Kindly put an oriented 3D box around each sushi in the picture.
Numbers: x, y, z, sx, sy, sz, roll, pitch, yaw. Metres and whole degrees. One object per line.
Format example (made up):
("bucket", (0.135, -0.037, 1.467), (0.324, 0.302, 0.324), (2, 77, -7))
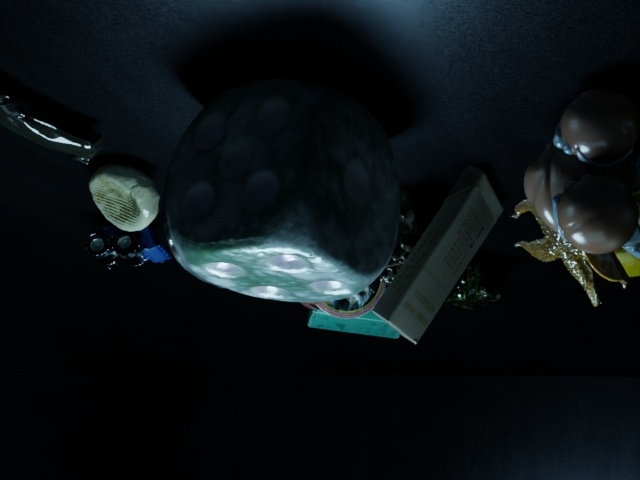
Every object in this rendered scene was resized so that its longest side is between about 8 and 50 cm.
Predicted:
("sushi", (0.402, 0.113, 2.249), (0.127, 0.124, 0.225), (14, 165, -19))

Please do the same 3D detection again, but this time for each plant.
("plant", (0.192, 0.017, 1.919), (0.181, 0.194, 0.320), (-27, 157, 17))

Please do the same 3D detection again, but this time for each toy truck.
("toy truck", (-0.514, 0.001, 2.231), (0.208, 0.126, 0.113), (0, 159, 7))

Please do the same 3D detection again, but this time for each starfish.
("starfish", (0.520, 0.009, 1.752), (0.060, 0.302, 0.299), (-21, 154, -25))

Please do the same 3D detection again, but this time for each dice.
("dice", (-0.069, -0.080, 1.546), (0.348, 0.331, 0.328), (-8, 155, 33))

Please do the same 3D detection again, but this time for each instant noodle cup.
("instant noodle cup", (0.026, 0.097, 2.210), (0.243, 0.244, 0.255), (12, 168, -16))

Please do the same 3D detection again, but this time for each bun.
("bun", (-0.445, -0.112, 1.920), (0.183, 0.102, 0.183), (20, 136, 21))

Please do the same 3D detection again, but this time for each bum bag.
("bum bag", (-0.565, -0.237, 1.653), (0.142, 0.080, 0.326), (2, 165, 36))

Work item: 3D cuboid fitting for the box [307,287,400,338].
("box", (0.125, 0.221, 2.652), (0.311, 0.118, 0.205), (7, 158, -4))

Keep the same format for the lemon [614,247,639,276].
("lemon", (0.648, -0.009, 1.756), (0.206, 0.174, 0.173), (25, 155, -23))

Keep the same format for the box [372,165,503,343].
("box", (0.258, 0.037, 1.764), (0.051, 0.365, 0.204), (32, 175, 31))

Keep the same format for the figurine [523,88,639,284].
("figurine", (0.526, -0.079, 1.474), (0.388, 0.277, 0.248), (15, 162, -34))
